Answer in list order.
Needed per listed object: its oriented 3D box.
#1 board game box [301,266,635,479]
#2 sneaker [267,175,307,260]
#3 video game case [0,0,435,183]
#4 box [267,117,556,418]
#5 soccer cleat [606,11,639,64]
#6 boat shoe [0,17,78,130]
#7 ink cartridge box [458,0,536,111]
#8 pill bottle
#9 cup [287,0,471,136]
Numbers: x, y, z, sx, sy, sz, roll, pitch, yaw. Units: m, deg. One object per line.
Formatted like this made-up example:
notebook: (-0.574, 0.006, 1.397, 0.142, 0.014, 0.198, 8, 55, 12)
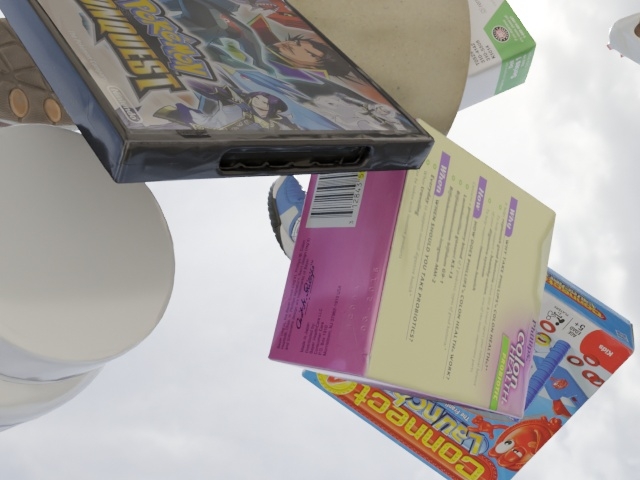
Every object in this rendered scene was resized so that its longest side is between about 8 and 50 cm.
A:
board game box: (0.180, 0.143, 0.959, 0.308, 0.302, 0.086, 34, -154, 5)
sneaker: (0.000, 0.000, 0.889, 0.080, 0.081, 0.211, 16, -137, -51)
video game case: (-0.086, -0.141, 0.536, 0.248, 0.035, 0.275, -7, -135, -41)
box: (0.096, 0.036, 0.686, 0.243, 0.117, 0.213, 23, -106, -42)
soccer cleat: (0.550, -0.295, 1.174, 0.196, 0.076, 0.068, 25, -108, -14)
boat shoe: (-0.371, -0.164, 0.787, 0.325, 0.116, 0.123, 2, -102, -25)
ink cartridge box: (0.142, -0.247, 0.968, 0.219, 0.092, 0.160, -25, -110, -6)
pill bottle: (-0.293, 0.061, 0.594, 0.204, 0.361, 0.204, 26, -128, -39)
cup: (0.002, -0.250, 0.972, 0.237, 0.331, 0.331, -2, -116, -27)
